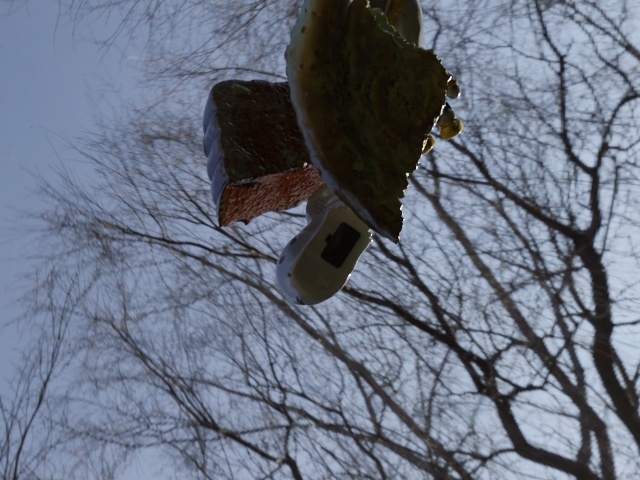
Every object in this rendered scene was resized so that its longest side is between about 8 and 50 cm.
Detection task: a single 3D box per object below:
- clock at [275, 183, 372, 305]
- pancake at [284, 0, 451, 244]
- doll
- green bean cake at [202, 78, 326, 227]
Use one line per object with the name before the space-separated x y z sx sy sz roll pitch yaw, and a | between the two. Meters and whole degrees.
clock | 0.000 0.000 1.082 0.080 0.117 0.176 33 -90 -24
pancake | 0.064 -0.181 0.968 0.197 0.054 0.377 -13 -81 -9
doll | 0.092 -0.273 1.178 0.103 0.145 0.316 -30 -90 -41
green bean cake | -0.045 -0.123 1.137 0.232 0.097 0.199 -4 -120 -22
